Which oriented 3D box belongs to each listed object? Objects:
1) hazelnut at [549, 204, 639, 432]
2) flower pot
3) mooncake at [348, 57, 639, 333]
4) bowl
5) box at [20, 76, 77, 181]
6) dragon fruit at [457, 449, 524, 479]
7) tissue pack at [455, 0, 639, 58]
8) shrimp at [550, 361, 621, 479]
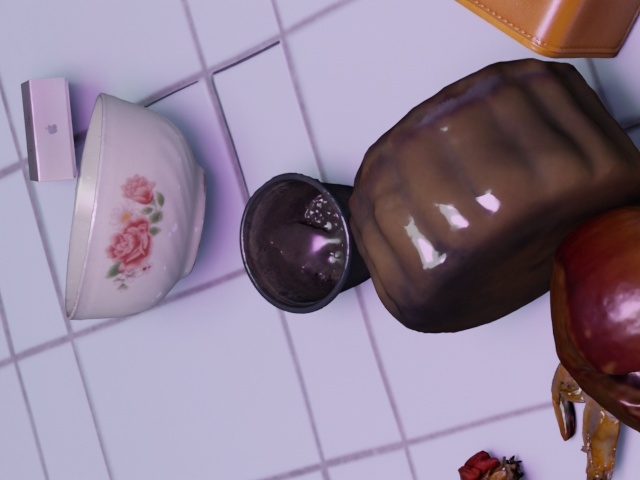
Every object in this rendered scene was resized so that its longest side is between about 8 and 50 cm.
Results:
[{"bbox_3d":[0.323,0.072,1.490,0.217,0.217,0.251,9,145,38],"label":"hazelnut"},{"bbox_3d":[0.000,0.000,1.822,0.157,0.107,0.157,4,97,37],"label":"flower pot"},{"bbox_3d":[0.165,-0.040,1.566,0.290,0.290,0.161,-47,62,34],"label":"mooncake"},{"bbox_3d":[-0.218,-0.033,1.939,0.277,0.145,0.277,-172,90,-79],"label":"bowl"},{"bbox_3d":[-0.352,-0.142,2.087,0.130,0.051,0.129,-170,74,-74],"label":"box"},{"bbox_3d":[0.217,0.310,1.729,0.092,0.122,0.192,-27,71,-2],"label":"dragon fruit"},{"bbox_3d":[0.241,-0.336,1.554,0.194,0.145,0.274,37,119,28],"label":"tissue pack"},{"bbox_3d":[0.269,0.187,1.668,0.095,0.045,0.162,11,105,38],"label":"shrimp"}]
